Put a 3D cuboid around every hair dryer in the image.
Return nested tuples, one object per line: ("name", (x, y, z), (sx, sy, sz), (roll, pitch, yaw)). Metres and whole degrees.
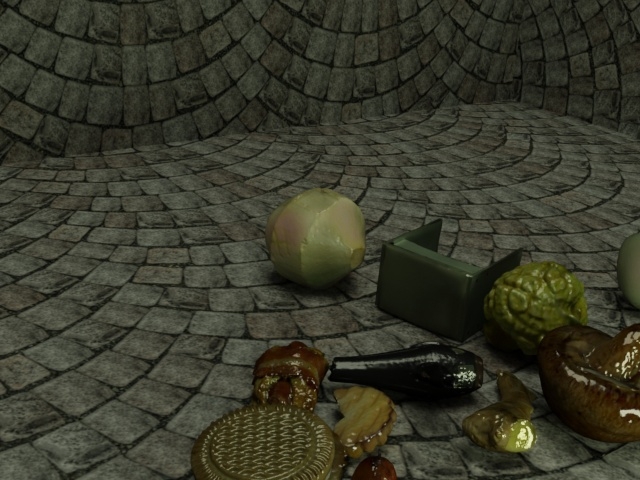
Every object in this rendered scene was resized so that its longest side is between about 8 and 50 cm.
("hair dryer", (0.176, 0.243, 1.553), (0.303, 0.120, 0.359), (5, -6, -4))

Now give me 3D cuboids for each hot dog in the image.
("hot dog", (-0.060, 0.261, 1.630), (0.146, 0.103, 0.213), (6, 24, 3))

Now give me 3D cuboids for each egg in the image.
("egg", (0.838, 0.105, 2.089), (0.271, 0.162, 0.206), (31, -21, -20))

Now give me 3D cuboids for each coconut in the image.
("coconut", (0.000, 0.000, 2.098), (0.259, 0.259, 0.259), (4, 23, -2))

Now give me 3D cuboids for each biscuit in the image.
("biscuit", (-0.084, 0.361, 1.404), (0.259, 0.079, 0.259), (-3, 26, 1))
("biscuit", (0.081, 0.331, 1.540), (0.118, 0.061, 0.183), (-8, 23, 6))

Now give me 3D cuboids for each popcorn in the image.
("popcorn", (0.472, 0.154, 1.877), (0.236, 0.206, 0.251), (-16, -5, -12))

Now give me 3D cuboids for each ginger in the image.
("ginger", (0.344, 0.321, 1.602), (0.131, 0.086, 0.294), (1, 13, 16))

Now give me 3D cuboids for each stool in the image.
("stool", (0.307, 0.086, 2.025), (0.243, 0.170, 0.269), (22, 28, 33))

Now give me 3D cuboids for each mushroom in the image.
("mushroom", (0.554, 0.266, 1.607), (0.283, 0.195, 0.263), (-20, 37, -12))

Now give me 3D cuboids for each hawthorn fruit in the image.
("hawthorn fruit", (0.086, 0.387, 1.370), (0.081, 0.093, 0.081), (3, 22, -1))
